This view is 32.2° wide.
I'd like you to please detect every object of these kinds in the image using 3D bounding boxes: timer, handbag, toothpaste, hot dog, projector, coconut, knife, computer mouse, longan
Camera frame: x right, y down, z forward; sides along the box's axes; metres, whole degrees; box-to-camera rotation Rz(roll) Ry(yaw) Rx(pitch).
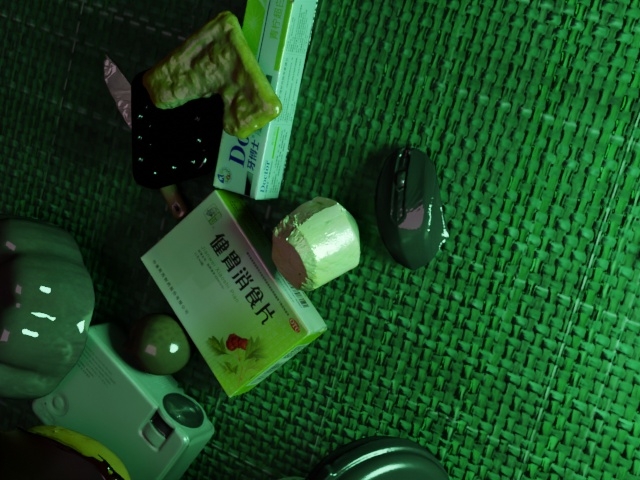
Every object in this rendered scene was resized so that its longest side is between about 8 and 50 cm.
[{"bbox_3d":[-0.217,-0.175,1.654,0.144,0.055,0.187,-13,72,31],"label":"timer"},{"bbox_3d":[0.059,0.408,1.480,0.093,0.253,0.308,28,111,58],"label":"handbag"},{"bbox_3d":[-0.076,-0.229,1.586,0.081,0.067,0.337,18,102,28],"label":"toothpaste"},{"bbox_3d":[-0.361,0.382,1.654,0.326,0.107,0.194,34,107,18],"label":"hot dog"},{"bbox_3d":[-0.306,0.275,1.732,0.256,0.099,0.192,43,113,18],"label":"projector"},{"bbox_3d":[0.000,0.000,1.541,0.116,0.122,0.116,39,146,32],"label":"coconut"},{"bbox_3d":[-0.271,-0.164,1.720,0.047,0.017,0.298,-36,75,23],"label":"knife"},{"bbox_3d":[0.117,-0.044,1.506,0.099,0.057,0.172,-1,93,35],"label":"computer mouse"},{"bbox_3d":[-0.246,0.156,1.685,0.113,0.113,0.092,22,128,24],"label":"longan"}]

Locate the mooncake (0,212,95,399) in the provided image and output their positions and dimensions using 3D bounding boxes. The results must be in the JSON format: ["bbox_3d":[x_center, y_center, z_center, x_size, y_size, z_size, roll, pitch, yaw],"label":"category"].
[{"bbox_3d":[-0.489,0.097,1.728,0.306,0.154,0.306,-14,68,39],"label":"mooncake"}]

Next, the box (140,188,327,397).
[{"bbox_3d":[-0.132,0.077,1.643,0.175,0.062,0.260,-40,76,24],"label":"box"}]

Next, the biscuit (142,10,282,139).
[{"bbox_3d":[-0.151,-0.210,1.563,0.174,0.039,0.183,-37,74,19],"label":"biscuit"}]

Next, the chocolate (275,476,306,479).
[{"bbox_3d":[-0.029,0.417,1.578,0.147,0.221,0.221,20,105,52],"label":"chocolate"}]
